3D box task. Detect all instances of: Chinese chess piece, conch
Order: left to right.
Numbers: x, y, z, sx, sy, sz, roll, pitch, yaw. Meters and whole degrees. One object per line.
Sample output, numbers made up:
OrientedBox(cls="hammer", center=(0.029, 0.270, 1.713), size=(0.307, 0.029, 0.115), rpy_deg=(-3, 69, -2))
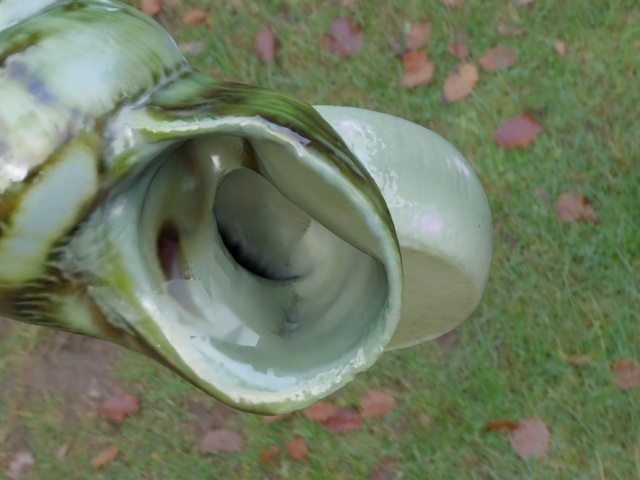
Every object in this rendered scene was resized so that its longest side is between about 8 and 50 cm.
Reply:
OrientedBox(cls="conch", center=(-0.067, -0.025, 0.569), size=(0.187, 0.181, 0.124), rpy_deg=(-20, 37, 27))
OrientedBox(cls="Chinese chess piece", center=(0.000, 0.000, 1.046), size=(0.250, 0.250, 0.101), rpy_deg=(-7, 63, 16))
